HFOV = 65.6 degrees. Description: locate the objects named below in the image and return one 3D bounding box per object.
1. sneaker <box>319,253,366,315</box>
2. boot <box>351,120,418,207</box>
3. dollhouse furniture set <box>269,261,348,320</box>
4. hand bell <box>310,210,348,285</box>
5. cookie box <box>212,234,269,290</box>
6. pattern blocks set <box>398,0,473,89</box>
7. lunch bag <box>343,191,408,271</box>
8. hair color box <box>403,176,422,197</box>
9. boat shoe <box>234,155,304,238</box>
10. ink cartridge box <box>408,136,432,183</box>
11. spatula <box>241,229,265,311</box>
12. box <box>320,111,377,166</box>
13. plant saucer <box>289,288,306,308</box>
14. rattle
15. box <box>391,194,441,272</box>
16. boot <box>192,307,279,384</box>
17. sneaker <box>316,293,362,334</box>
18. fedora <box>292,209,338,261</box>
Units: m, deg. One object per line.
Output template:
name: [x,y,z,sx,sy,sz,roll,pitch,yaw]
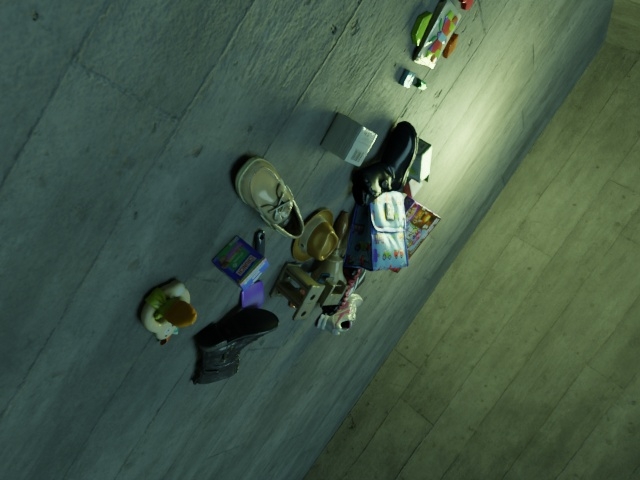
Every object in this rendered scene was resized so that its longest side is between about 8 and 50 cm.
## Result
sneaker: [0.096,0.168,1.881,0.135,0.097,0.276,0,121,-58]
boot: [0.197,-0.234,1.550,0.207,0.094,0.246,-27,139,-39]
dollhouse furniture set: [-0.037,0.160,1.568,0.183,0.129,0.129,7,118,-52]
hand bell: [0.053,0.020,1.645,0.126,0.126,0.242,-14,122,-55]
cookie box: [-0.195,0.055,1.214,0.092,0.107,0.040,-47,155,-15]
pattern blocks set: [0.340,-0.591,1.432,0.285,0.026,0.325,-22,141,-49]
lunch bag: [0.204,-0.052,1.734,0.221,0.138,0.293,-3,98,-48]
hair color box: [0.348,-0.225,1.889,0.072,0.043,0.141,-51,156,-7]
boat shoe: [-0.109,-0.092,1.189,0.109,0.098,0.302,-49,155,-11]
ink cartridge box: [0.315,-0.267,1.701,0.062,0.109,0.209,-46,154,-16]
spatula: [-0.177,0.089,1.381,0.084,0.030,0.296,-27,143,-39]
box: [0.076,-0.264,1.309,0.101,0.087,0.102,4,118,-62]
plant saucer: [-0.078,0.197,1.714,0.083,0.013,0.083,-41,152,-28]
rattle: [-0.324,0.199,1.146,0.130,0.142,0.200,-52,157,-53]
box: [0.328,-0.019,1.990,0.201,0.057,0.293,24,108,-42]
boot: [-0.252,0.317,1.455,0.263,0.091,0.229,-14,140,-22]
sneaker: [0.101,0.316,2.062,0.252,0.111,0.103,-33,148,-38]
fedora: [0.000,0.000,1.522,0.194,0.079,0.194,-40,151,-28]
